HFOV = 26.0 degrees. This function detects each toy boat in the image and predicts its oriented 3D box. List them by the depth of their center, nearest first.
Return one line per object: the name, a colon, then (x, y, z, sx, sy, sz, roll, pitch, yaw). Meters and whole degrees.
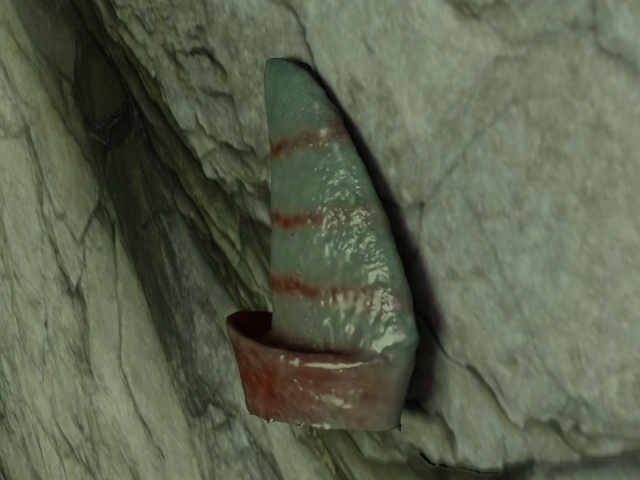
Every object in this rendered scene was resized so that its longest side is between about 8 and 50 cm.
toy boat: (0.000, 0.000, 1.044, 0.206, 0.096, 0.282, 0, 93, 53)
